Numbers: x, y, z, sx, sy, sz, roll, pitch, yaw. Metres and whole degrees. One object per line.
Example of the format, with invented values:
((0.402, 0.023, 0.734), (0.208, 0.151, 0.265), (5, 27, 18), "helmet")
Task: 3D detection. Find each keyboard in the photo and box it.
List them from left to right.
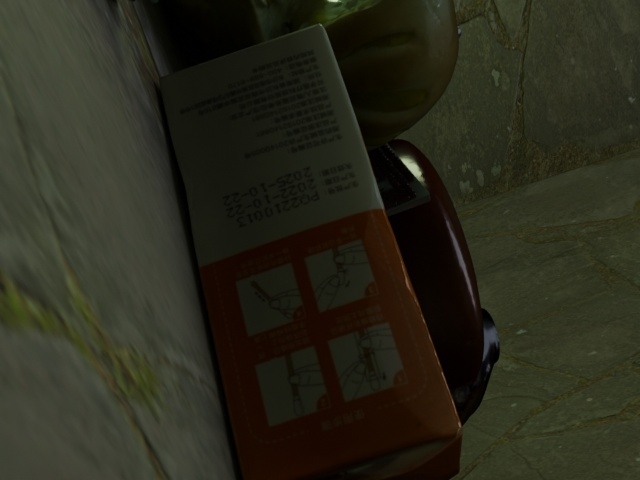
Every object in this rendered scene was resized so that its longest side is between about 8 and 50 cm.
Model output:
((0.065, -0.077, 0.765), (0.166, 0.055, 0.017), (-116, -172, -56), "keyboard")

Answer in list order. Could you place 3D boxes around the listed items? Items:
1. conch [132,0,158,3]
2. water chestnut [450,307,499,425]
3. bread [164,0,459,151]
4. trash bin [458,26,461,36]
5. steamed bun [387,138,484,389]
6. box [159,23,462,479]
((-0.150, -0.252, 0.519), (0.065, 0.088, 0.180), (-11, 89, -44), "conch")
((0.146, 0.214, 1.389), (0.335, 0.346, 0.336), (-163, -90, -76), "water chestnut")
((-0.027, -0.218, 0.719), (0.160, 0.332, 0.333), (-59, 147, -30), "bread")
((-0.025, -0.358, 0.961), (0.295, 0.259, 0.381), (2, -57, 56), "trash bin")
((0.053, 0.011, 0.887), (0.379, 0.234, 0.248), (-97, 172, -65), "steamed bun")
((-0.003, 0.037, 0.586), (0.225, 0.143, 0.342), (67, 5, -64), "box")
